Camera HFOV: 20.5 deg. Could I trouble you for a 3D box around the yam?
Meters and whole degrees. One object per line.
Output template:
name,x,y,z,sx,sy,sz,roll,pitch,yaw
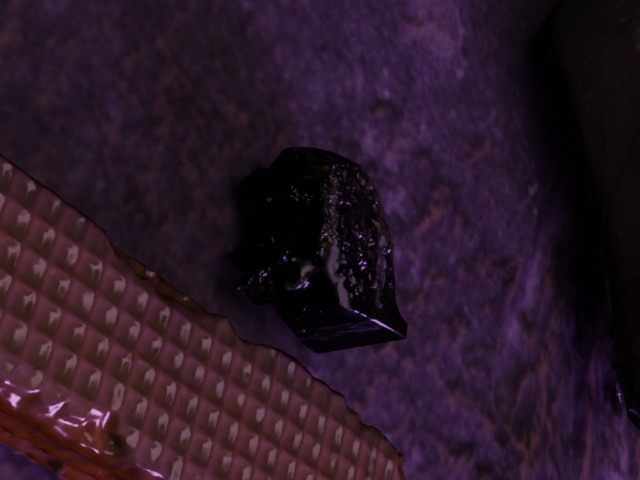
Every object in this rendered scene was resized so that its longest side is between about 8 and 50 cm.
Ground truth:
yam,0.254,-0.047,1.119,0.201,0.202,0.271,-36,109,-74

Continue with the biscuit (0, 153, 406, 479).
biscuit,-0.082,0.061,0.741,0.378,0.054,0.094,38,53,-42

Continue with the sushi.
sushi,0.000,0.000,0.866,0.084,0.056,0.083,34,55,-45
